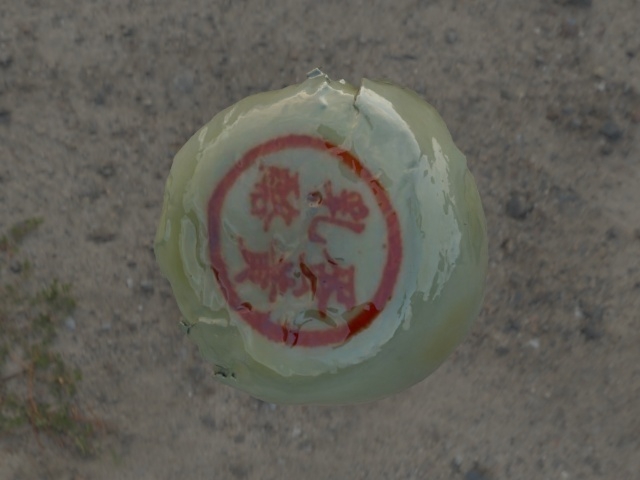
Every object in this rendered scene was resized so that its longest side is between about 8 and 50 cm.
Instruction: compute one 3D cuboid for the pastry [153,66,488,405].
[{"bbox_3d":[0.000,0.002,0.960,0.264,0.133,0.265,3,96,27],"label":"pastry"}]
